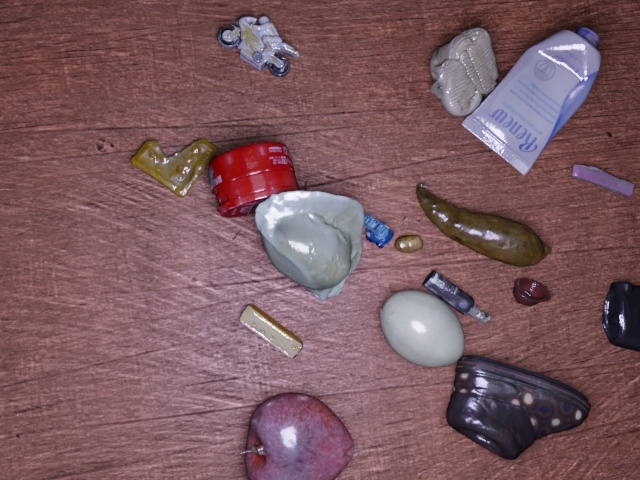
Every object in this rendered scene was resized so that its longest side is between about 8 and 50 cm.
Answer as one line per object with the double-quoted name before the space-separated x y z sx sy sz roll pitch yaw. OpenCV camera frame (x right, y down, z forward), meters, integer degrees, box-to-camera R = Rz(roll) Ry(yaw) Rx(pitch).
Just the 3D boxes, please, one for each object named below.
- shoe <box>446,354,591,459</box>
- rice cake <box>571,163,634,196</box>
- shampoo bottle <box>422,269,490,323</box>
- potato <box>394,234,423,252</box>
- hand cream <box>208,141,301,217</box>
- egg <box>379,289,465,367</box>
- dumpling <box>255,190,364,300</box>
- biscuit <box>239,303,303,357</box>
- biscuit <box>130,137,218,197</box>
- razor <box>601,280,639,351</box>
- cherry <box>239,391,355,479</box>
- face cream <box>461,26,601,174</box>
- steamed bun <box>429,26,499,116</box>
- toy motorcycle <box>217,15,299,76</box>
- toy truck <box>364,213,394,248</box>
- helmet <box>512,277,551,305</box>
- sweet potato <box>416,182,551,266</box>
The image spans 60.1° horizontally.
"shoe" 0.534 0.475 1.504 0.383 0.171 0.237 19 75 -4
"rice cake" 0.861 -0.184 1.693 0.206 0.036 0.047 20 72 -6
"shampoo bottle" 0.390 0.165 1.574 0.207 0.063 0.057 35 92 -4
"potato" 0.253 0.010 1.582 0.083 0.040 0.051 -3 97 -7
"hand cream" -0.172 -0.157 1.449 0.230 0.230 0.150 -12 86 -9
"egg" 0.275 0.238 1.486 0.253 0.186 0.187 33 80 -1
"dumpling" -0.014 0.026 1.436 0.269 0.321 0.212 -6 70 8
"biscuit" -0.133 0.247 1.497 0.188 0.052 0.056 38 96 -2
"biscuit" -0.401 -0.228 1.515 0.183 0.039 0.174 31 82 -5
"razor" 1.003 0.233 1.629 0.348 0.113 0.205 9 82 -6
"cherry" -0.060 0.515 1.398 0.307 0.221 0.261 6 91 -21
"face cream" 0.629 -0.422 1.578 0.234 0.137 0.420 40 96 1
"steamed bun" 0.400 -0.489 1.610 0.211 0.144 0.218 -39 121 -4
"toy motorcycle" -0.170 -0.563 1.569 0.228 0.074 0.151 28 77 -2
"toy truck" 0.143 -0.038 1.566 0.136 0.074 0.063 32 75 38
"helmet" 0.602 0.161 1.606 0.111 0.057 0.089 10 40 -11
"sweet potato" 0.453 -0.031 1.580 0.422 0.130 0.131 24 81 3
